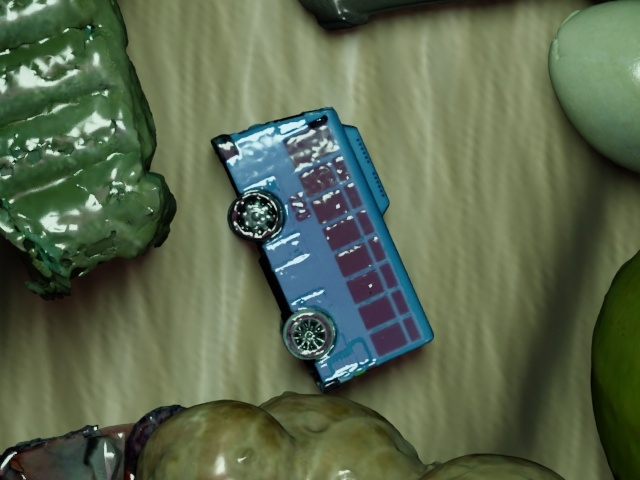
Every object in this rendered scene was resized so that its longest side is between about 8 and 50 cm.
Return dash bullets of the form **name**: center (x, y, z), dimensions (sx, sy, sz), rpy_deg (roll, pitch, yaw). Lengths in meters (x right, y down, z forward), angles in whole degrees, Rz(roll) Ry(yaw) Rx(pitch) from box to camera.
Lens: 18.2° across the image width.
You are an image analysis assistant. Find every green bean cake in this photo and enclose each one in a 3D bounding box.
- **green bean cake**: center (-0.177, -0.094, 1.265), dimensions (0.132, 0.241, 0.255), rpy_deg (-21, 91, -7)

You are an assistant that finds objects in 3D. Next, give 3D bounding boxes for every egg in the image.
- **egg**: center (0.225, -0.103, 1.339), dimensions (0.152, 0.114, 0.114), rpy_deg (30, 90, 1)

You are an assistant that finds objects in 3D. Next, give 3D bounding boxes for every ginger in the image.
- **ginger**: center (0.032, 0.189, 1.282), dimensions (0.304, 0.244, 0.155), rpy_deg (18, 84, 6)

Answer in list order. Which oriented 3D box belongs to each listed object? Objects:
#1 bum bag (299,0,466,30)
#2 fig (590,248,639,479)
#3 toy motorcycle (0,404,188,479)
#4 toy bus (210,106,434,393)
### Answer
- **bum bag**: center (0.110, -0.215, 1.357), dimensions (0.326, 0.079, 0.142), rpy_deg (-2, 83, 2)
- **fig**: center (0.309, 0.097, 1.270), dimensions (0.316, 0.316, 0.316), rpy_deg (0, 91, -2)
- **toy motorcycle**: center (-0.167, 0.181, 1.349), dimensions (0.213, 0.084, 0.118), rpy_deg (-9, 92, 6)
- **toy bus**: center (0.000, 0.000, 1.348), dimensions (0.106, 0.090, 0.184), rpy_deg (-24, 93, -1)
